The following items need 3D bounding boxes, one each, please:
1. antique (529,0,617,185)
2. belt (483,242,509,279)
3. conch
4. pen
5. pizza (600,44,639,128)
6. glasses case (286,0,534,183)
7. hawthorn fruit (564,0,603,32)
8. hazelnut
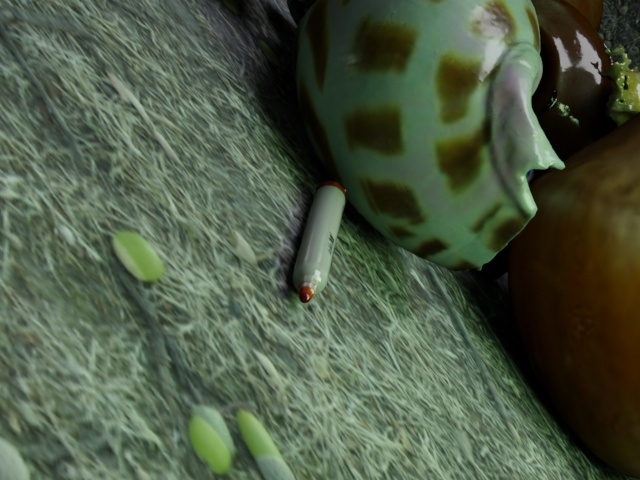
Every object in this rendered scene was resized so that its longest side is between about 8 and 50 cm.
[{"bbox_3d":[0.212,-0.174,1.621,0.129,0.223,0.278,27,38,-61],"label":"antique"},{"bbox_3d":[0.156,-0.021,1.432,0.140,0.058,0.105,34,21,-47],"label":"belt"},{"bbox_3d":[0.074,-0.124,1.195,0.197,0.249,0.368,14,9,-8],"label":"conch"},{"bbox_3d":[0.000,0.000,1.001,0.026,0.026,0.218,49,16,-12],"label":"pen"},{"bbox_3d":[0.366,-0.098,1.548,0.287,0.075,0.280,42,41,-55],"label":"pizza"},{"bbox_3d":[0.093,-0.153,1.448,0.327,0.076,0.125,43,-16,-30],"label":"glasses case"},{"bbox_3d":[0.232,-0.285,1.860,0.301,0.267,0.268,55,13,-23],"label":"hawthorn fruit"},{"bbox_3d":[0.335,0.047,1.334,0.372,0.315,0.373,0,89,-46],"label":"hazelnut"}]
